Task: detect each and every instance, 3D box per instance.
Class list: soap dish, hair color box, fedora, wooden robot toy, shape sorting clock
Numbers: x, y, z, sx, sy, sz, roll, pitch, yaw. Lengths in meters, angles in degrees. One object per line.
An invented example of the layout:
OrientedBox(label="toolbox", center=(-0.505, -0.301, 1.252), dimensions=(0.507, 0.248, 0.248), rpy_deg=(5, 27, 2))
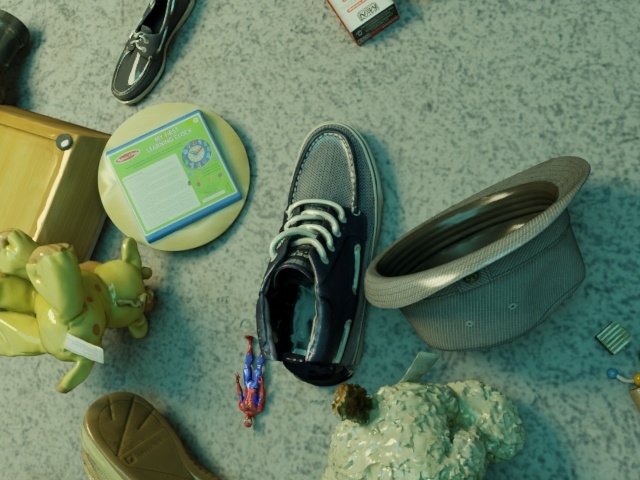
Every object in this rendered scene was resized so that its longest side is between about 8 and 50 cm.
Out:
OrientedBox(label="soap dish", center=(-0.427, -0.043, 1.015), dimensions=(0.228, 0.118, 0.291), rpy_deg=(18, 85, 19))
OrientedBox(label="hair color box", center=(0.040, -0.346, 0.983), dimensions=(0.072, 0.043, 0.141), rpy_deg=(-32, 70, 8))
OrientedBox(label="fedora", center=(0.188, 0.030, 0.787), dimensions=(0.275, 0.244, 0.124), rpy_deg=(-29, 101, 6))
OrientedBox(label="wooden robot toy", center=(0.361, 0.160, 0.757), dimensions=(0.076, 0.079, 0.173), rpy_deg=(-27, 72, 9))
OrientedBox(label="shape sorting clock", center=(-0.200, -0.088, 0.981), dimensions=(0.206, 0.040, 0.206), rpy_deg=(0, 87, -3))

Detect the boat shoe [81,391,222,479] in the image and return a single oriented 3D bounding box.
OrientedBox(label="boat shoe", center=(-0.176, 0.340, 0.870), dimensions=(0.341, 0.121, 0.110), rpy_deg=(47, 131, 23))

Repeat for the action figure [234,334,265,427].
OrientedBox(label="action figure", center=(-0.088, 0.179, 0.914), dimensions=(0.038, 0.030, 0.115), rpy_deg=(1, 80, 12))

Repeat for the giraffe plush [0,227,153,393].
OrientedBox(label="giraffe plush", center=(-0.297, 0.070, 0.911), dimensions=(0.210, 0.170, 0.182), rpy_deg=(32, 116, 15))

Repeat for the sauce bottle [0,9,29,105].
OrientedBox(label="sauce bottle", center=(-0.543, -0.192, 1.062), dimensions=(0.111, 0.111, 0.345), rpy_deg=(10, 64, 18))

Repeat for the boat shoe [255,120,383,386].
OrientedBox(label="boat shoe", center=(0.000, 0.000, 0.857), dimensions=(0.127, 0.158, 0.341), rpy_deg=(-3, 77, 16))

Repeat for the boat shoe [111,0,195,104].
OrientedBox(label="boat shoe", center=(-0.258, -0.300, 1.049), dimensions=(0.075, 0.065, 0.206), rpy_deg=(27, 87, 20))

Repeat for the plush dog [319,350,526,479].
OrientedBox(label="plush dog", center=(0.104, 0.265, 0.718), dimensions=(0.262, 0.211, 0.225), rpy_deg=(-33, 50, 6))
